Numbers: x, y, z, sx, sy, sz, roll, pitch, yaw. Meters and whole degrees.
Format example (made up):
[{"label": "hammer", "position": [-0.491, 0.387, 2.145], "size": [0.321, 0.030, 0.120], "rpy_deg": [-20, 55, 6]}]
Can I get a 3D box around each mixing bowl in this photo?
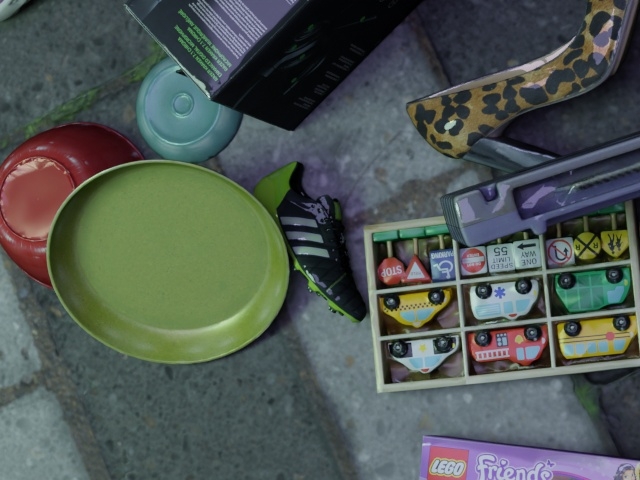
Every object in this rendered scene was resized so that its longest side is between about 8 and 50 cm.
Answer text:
[{"label": "mixing bowl", "position": [-0.270, -0.038, 1.907], "size": [0.181, 0.098, 0.181], "rpy_deg": [-1, 86, 17]}]

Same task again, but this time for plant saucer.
[{"label": "plant saucer", "position": [-0.139, -0.139, 1.913], "size": [0.119, 0.021, 0.119], "rpy_deg": [-2, 85, 17]}, {"label": "plant saucer", "position": [-0.149, 0.016, 1.841], "size": [0.241, 0.037, 0.241], "rpy_deg": [2, 122, 4]}]

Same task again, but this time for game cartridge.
[{"label": "game cartridge", "position": [0.285, -0.068, 1.637], "size": [0.355, 0.230, 0.068], "rpy_deg": [-18, 87, 1]}]

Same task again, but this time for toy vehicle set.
[{"label": "toy vehicle set", "position": [0.179, 0.052, 1.793], "size": [0.267, 0.035, 0.166], "rpy_deg": [-8, 83, 16]}]

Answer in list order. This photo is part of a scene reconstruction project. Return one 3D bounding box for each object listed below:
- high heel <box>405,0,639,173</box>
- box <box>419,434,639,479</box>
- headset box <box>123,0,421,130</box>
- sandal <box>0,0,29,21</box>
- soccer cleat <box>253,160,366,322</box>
[{"label": "high heel", "position": [0.197, -0.190, 1.772], "size": [0.186, 0.093, 0.261], "rpy_deg": [20, 101, 11]}, {"label": "box", "position": [0.232, 0.298, 1.746], "size": [0.293, 0.057, 0.200], "rpy_deg": [5, 86, 17]}, {"label": "headset box", "position": [-0.021, -0.243, 1.769], "size": [0.283, 0.246, 0.131], "rpy_deg": [-45, 76, 11]}, {"label": "sandal", "position": [-0.297, -0.368, 1.847], "size": [0.169, 0.102, 0.416], "rpy_deg": [45, 130, 18]}, {"label": "soccer cleat", "position": [0.000, 0.000, 1.841], "size": [0.072, 0.060, 0.179], "rpy_deg": [-38, 73, 10]}]
